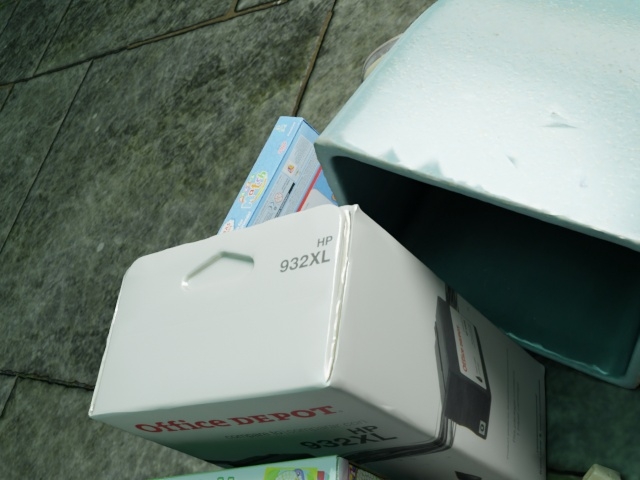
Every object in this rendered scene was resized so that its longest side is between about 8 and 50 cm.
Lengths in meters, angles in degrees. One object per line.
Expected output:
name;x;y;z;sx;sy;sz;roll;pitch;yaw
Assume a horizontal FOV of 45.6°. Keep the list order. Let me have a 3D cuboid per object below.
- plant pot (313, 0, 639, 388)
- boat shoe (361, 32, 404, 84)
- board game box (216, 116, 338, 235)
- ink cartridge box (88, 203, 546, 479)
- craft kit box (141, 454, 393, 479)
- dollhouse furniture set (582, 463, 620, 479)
plant pot;0.184;-0.072;0.608;0.248;0.247;0.252;22;69;24
boat shoe;0.210;-0.189;0.798;0.356;0.132;0.130;-23;70;35
board game box;0.000;0.000;0.770;0.039;0.211;0.160;14;73;46
ink cartridge box;0.015;0.118;0.607;0.223;0.307;0.128;-15;54;34
craft kit box;-0.018;0.235;0.604;0.250;0.247;0.060;-18;51;33
dollhouse furniture set;0.212;0.248;0.571;0.081;0.091;0.114;31;112;8
